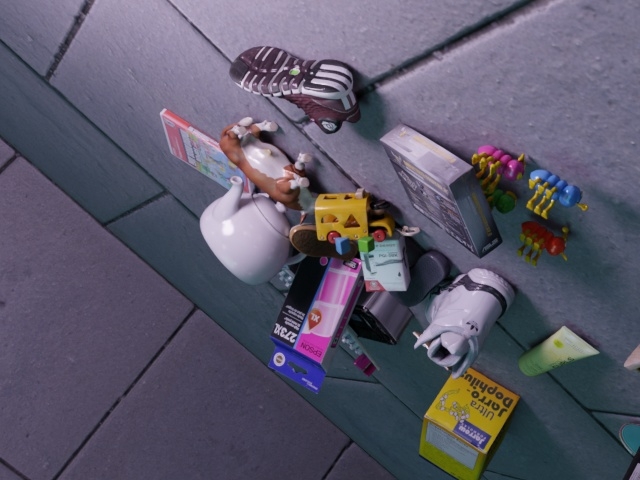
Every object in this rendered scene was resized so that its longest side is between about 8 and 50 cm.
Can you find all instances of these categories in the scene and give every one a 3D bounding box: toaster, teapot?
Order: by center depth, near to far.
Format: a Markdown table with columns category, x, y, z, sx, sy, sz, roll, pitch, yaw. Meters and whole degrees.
| category | x | y | z | sx | sy | sz | roll | pitch | yaw |
| --- | --- | --- | --- | --- | --- | --- | --- | --- | --- |
| teapot | -0.152 | -0.025 | 2.035 | 0.252 | 0.187 | 0.256 | 51 | -170 | -1 |
| toaster | 0.141 | 0.191 | 2.257 | 0.168 | 0.110 | 0.185 | 48 | 157 | -28 |

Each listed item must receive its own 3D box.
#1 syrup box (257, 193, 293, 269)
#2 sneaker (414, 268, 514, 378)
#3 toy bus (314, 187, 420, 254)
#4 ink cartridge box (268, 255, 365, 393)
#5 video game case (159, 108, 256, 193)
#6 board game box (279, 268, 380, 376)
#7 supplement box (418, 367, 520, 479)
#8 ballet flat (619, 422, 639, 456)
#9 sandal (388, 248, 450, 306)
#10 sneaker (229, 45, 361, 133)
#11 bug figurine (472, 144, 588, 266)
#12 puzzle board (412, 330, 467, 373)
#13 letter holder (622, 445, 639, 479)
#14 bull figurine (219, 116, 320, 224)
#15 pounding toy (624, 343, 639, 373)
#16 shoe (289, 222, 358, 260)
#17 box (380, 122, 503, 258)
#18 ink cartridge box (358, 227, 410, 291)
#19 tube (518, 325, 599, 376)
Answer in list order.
| category | x | y | z | sx | sy | sz | roll | pitch | yaw |
| --- | --- | --- | --- | --- | --- | --- | --- | --- | --- |
| syrup box | -0.152 | -0.020 | 2.269 | 0.096 | 0.093 | 0.237 | -2 | 145 | 16 |
| sneaker | 0.289 | 0.197 | 1.890 | 0.137 | 0.210 | 0.366 | 38 | 159 | -1 |
| toy bus | 0.085 | -0.059 | 1.821 | 0.191 | 0.202 | 0.104 | 22 | 125 | 51 |
| ink cartridge box | -0.015 | 0.195 | 2.182 | 0.175 | 0.371 | 0.069 | 24 | -175 | 31 |
| video game case | -0.294 | -0.219 | 2.214 | 0.285 | 0.025 | 0.204 | 32 | 159 | 13 |
| board game box | -0.023 | 0.205 | 2.463 | 0.390 | 0.050 | 0.390 | 38 | 170 | 40 |
| supplement box | 0.418 | 0.536 | 2.393 | 0.194 | 0.195 | 0.357 | 29 | 155 | 19 |
| ballet flat | 0.793 | 0.496 | 1.922 | 0.221 | 0.077 | 0.079 | 27 | 177 | 24 |
| sandal | 0.235 | 0.089 | 1.963 | 0.097 | 0.054 | 0.254 | 54 | 149 | 1 |
| sneaker | -0.042 | -0.270 | 1.595 | 0.281 | 0.106 | 0.162 | 21 | 157 | 35 |
| bug figurine | 0.349 | -0.069 | 1.430 | 0.216 | 0.072 | 0.279 | 36 | 165 | 21 |
| puzzle board | 0.277 | 0.262 | 1.939 | 0.096 | 0.011 | 0.128 | 20 | -157 | -52 |
| letter holder | 0.745 | 0.519 | 1.705 | 0.152 | 0.302 | 0.214 | 7 | 144 | 53 |
| bull figurine | -0.099 | -0.163 | 1.917 | 0.310 | 0.101 | 0.188 | 36 | 154 | -6 |
| pounding toy | 0.663 | 0.230 | 1.439 | 0.155 | 0.154 | 0.269 | 38 | 160 | -3 |
| shoe | 0.000 | 0.000 | 2.060 | 0.219 | 0.077 | 0.058 | 19 | -157 | -43 |
| box | 0.215 | -0.092 | 1.501 | 0.231 | 0.056 | 0.183 | 44 | 167 | 52 |
| ink cartridge box | 0.145 | 0.045 | 1.904 | 0.099 | 0.056 | 0.135 | -2 | 117 | 19 |
| tube | 0.517 | 0.248 | 1.854 | 0.070 | 0.062 | 0.240 | 0 | 160 | -15 |
